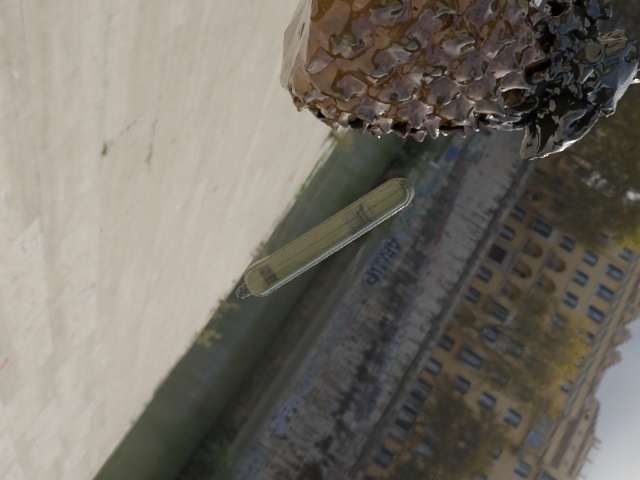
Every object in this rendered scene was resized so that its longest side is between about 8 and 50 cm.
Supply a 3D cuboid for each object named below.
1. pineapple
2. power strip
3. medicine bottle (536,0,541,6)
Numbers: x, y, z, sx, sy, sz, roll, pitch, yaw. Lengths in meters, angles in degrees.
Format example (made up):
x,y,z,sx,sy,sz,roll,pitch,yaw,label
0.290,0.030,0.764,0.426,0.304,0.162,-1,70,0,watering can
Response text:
x,y,z,sx,sy,sz,roll,pitch,yaw,label
0.153,-0.174,0.720,0.223,0.357,0.223,-165,-90,-77,pineapple
0.000,0.000,1.418,0.387,0.066,0.092,-33,178,14,power strip
0.223,-0.451,1.279,0.165,0.273,0.165,-43,-169,10,medicine bottle
